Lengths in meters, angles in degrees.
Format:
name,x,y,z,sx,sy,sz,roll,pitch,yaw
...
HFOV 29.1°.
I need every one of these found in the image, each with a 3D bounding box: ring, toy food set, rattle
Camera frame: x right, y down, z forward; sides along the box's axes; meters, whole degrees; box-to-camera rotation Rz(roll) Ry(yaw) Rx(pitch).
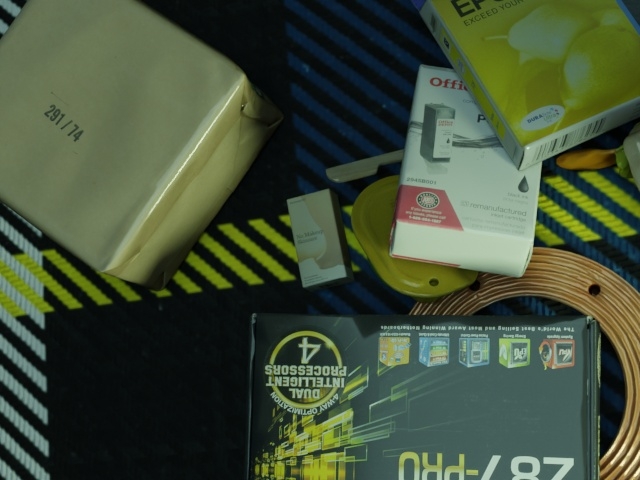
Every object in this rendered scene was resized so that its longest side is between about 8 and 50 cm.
name,x,y,z,sx,sy,sz,roll,pitch,yaw
ring,0.240,0.174,1.424,0.336,0.032,0.336,-3,79,15
toy food set,0.104,-0.005,1.473,0.128,0.071,0.218,-21,57,-12
rattle,0.373,-0.028,1.407,0.143,0.130,0.200,-26,100,21

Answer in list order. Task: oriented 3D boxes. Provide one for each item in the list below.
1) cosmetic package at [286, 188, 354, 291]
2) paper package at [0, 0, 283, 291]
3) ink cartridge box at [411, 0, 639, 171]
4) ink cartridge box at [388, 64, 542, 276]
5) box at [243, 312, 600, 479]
name,x,y,z,sx,sy,sz,roll,pitch,yaw
cosmetic package,0.000,0.000,1.520,0.060,0.041,0.115,-16,76,13
paper package,-0.269,-0.145,1.561,0.325,0.168,0.309,35,90,20
ink cartridge box,0.284,-0.268,1.419,0.303,0.072,0.307,-25,71,-11
ink cartridge box,0.172,-0.083,1.416,0.158,0.092,0.218,9,60,4
box,0.111,0.240,1.380,0.395,0.097,0.318,0,84,16
